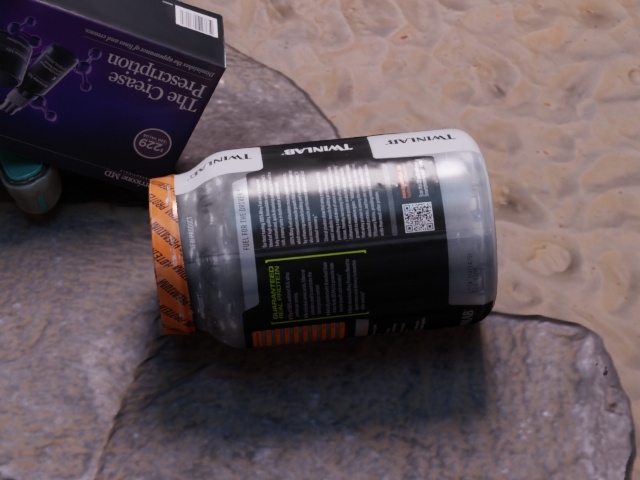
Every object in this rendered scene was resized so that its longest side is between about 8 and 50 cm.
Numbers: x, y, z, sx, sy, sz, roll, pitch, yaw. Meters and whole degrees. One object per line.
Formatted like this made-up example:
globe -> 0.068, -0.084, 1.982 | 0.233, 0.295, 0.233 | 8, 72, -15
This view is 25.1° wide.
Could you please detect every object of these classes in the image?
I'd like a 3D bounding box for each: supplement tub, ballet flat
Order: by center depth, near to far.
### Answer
supplement tub -> 0.000, 0.000, 1.380 | 0.316, 0.194, 0.194 | -5, 53, -4
ballet flat -> -0.330, -0.108, 1.550 | 0.072, 0.068, 0.213 | -22, 50, -6

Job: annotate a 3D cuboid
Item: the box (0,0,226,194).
box -> -0.250, -0.173, 1.454 | 0.261, 0.184, 0.103 | 17, 39, -20
